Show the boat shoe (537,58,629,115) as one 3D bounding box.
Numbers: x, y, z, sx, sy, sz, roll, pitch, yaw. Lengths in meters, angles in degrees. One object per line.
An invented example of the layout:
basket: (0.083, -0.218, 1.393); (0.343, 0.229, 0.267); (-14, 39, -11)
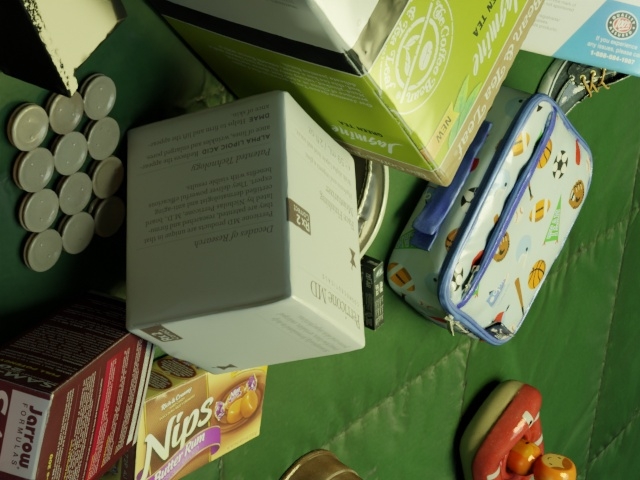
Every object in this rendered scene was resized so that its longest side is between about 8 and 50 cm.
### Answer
boat shoe: (0.348, -0.213, 1.785); (0.183, 0.083, 0.065); (-58, 147, -16)

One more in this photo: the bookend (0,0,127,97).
bookend: (-0.183, -0.216, 0.981); (0.157, 0.072, 0.156); (-53, 146, -25)

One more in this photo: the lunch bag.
lunch bag: (0.205, -0.026, 1.657); (0.243, 0.115, 0.303); (40, 74, -55)

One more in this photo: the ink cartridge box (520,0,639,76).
ink cartridge box: (0.266, -0.347, 1.432); (0.223, 0.129, 0.307); (11, 103, -13)

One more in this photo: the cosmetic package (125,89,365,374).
cosmetic package: (-0.063, -0.001, 1.155); (0.151, 0.151, 0.183); (37, 44, -58)

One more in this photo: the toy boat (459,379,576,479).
toy boat: (0.292, 0.309, 1.953); (0.151, 0.151, 0.231); (-49, 144, -29)

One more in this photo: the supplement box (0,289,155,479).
supplement box: (-0.205, 0.133, 1.081); (0.239, 0.073, 0.130); (-44, 148, -74)

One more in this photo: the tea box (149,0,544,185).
tea box: (0.041, -0.277, 1.144); (0.329, 0.220, 0.323); (-62, 149, -10)

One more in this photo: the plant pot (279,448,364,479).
plant pot: (0.038, 0.347, 1.576); (0.167, 0.165, 0.167); (-34, 134, -44)

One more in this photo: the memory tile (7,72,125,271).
memory tile: (-0.202, -0.055, 1.108); (0.113, 0.012, 0.148); (-34, 134, -43)

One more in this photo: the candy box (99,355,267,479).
candy box: (-0.129, 0.163, 1.314); (0.187, 0.053, 0.109); (-22, 126, -52)

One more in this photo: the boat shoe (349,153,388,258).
boat shoe: (0.000, 0.000, 1.384); (0.069, 0.081, 0.227); (14, 99, -63)

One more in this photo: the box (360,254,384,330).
box: (0.036, 0.050, 1.484); (0.018, 0.067, 0.083); (-38, 137, -40)
